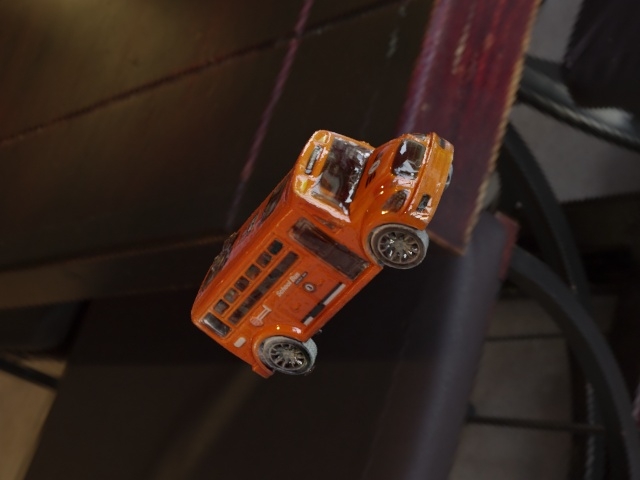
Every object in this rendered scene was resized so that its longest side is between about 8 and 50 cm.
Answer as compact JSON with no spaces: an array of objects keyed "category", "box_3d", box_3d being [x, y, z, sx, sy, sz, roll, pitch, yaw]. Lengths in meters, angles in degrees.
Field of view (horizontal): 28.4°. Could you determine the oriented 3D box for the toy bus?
[{"category":"toy bus","box_3d":[0.000,0.000,1.322,0.329,0.153,0.143,-45,16,43]}]
